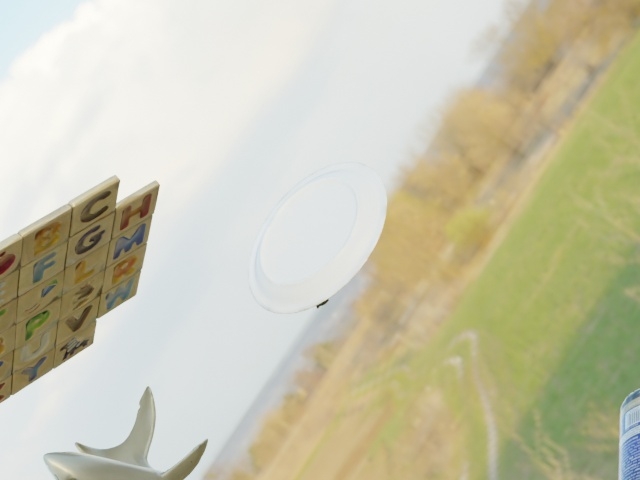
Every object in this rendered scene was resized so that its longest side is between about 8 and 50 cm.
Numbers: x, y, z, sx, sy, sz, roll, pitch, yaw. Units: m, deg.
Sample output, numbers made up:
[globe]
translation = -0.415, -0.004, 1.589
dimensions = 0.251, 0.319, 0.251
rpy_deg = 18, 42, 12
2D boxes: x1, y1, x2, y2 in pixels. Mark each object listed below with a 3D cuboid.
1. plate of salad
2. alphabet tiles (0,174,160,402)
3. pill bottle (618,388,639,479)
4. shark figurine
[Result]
[plate of salad]
translation = 0.000, 0.000, 1.666
dimensions = 0.200, 0.048, 0.200
rpy_deg = -26, 43, 28
[alphabet tiles]
translation = -0.289, 0.069, 1.508
dimensions = 0.285, 0.011, 0.342
rpy_deg = -33, -19, -29
[pill bottle]
translation = 0.403, 0.283, 1.697
dimensions = 0.123, 0.122, 0.219
rpy_deg = 122, 164, -50
[shark figurine]
translation = -0.152, 0.218, 1.388
dimensions = 0.116, 0.166, 0.278
rpy_deg = -49, -1, 1
